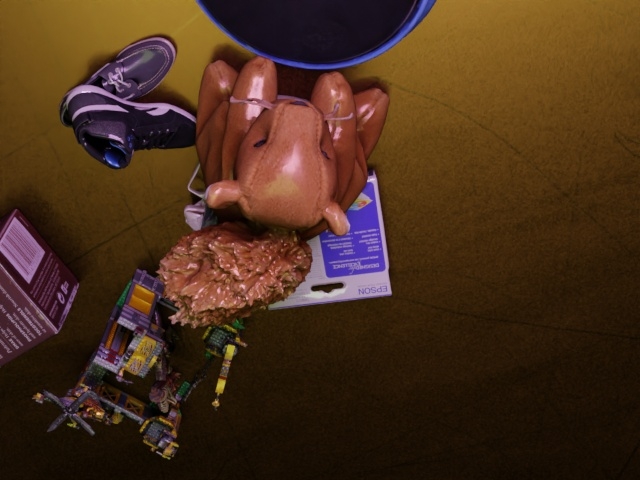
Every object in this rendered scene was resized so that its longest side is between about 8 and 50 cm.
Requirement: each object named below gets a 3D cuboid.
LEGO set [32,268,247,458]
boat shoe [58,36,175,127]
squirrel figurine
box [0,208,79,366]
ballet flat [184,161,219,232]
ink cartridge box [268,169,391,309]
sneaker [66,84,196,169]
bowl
[{"bbox_3d":[-0.279,0.223,2.011,0.255,0.192,0.331,37,112,-15],"label":"LEGO set"},{"bbox_3d":[-0.305,-0.229,1.863,0.206,0.065,0.075,-29,111,15],"label":"boat shoe"},{"bbox_3d":[-0.061,-0.049,1.718,0.281,0.370,0.397,16,102,-10],"label":"squirrel figurine"},{"bbox_3d":[-0.523,0.092,1.970,0.203,0.168,0.167,-30,112,16],"label":"box"},{"bbox_3d":[-0.175,-0.063,1.938,0.074,0.074,0.203,11,110,-3],"label":"ballet flat"},{"bbox_3d":[0.000,0.000,1.973,0.206,0.045,0.208,-7,113,5],"label":"ink cartridge box"},{"bbox_3d":[-0.269,-0.146,1.836,0.216,0.121,0.079,12,132,-30],"label":"sneaker"},{"bbox_3d":[-0.020,-0.406,1.696,0.391,0.077,0.391,9,130,11],"label":"bowl"}]
